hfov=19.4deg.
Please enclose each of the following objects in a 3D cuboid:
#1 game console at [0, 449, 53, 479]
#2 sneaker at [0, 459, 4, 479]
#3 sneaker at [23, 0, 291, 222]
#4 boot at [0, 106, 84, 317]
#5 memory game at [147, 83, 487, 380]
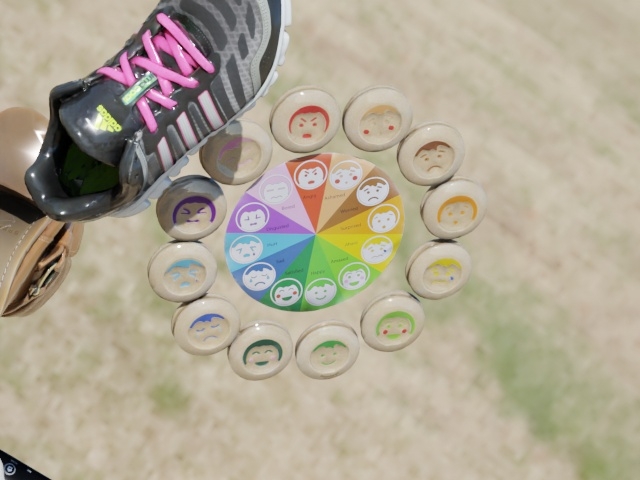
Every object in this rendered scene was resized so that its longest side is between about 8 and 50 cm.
[{"bbox_3d":[-0.289,0.135,1.233,0.361,0.213,0.044,32,-20,-7],"label":"game console"},{"bbox_3d":[-0.212,0.199,0.770,0.108,0.292,0.169,21,40,-48],"label":"sneaker"},{"bbox_3d":[-0.077,-0.063,0.831,0.063,0.170,0.075,49,35,8],"label":"sneaker"},{"bbox_3d":[-0.274,0.035,1.475,0.109,0.283,0.220,23,-10,5],"label":"boot"},{"bbox_3d":[0.000,0.000,0.977,0.186,0.186,0.012,26,21,-30],"label":"memory game"}]
